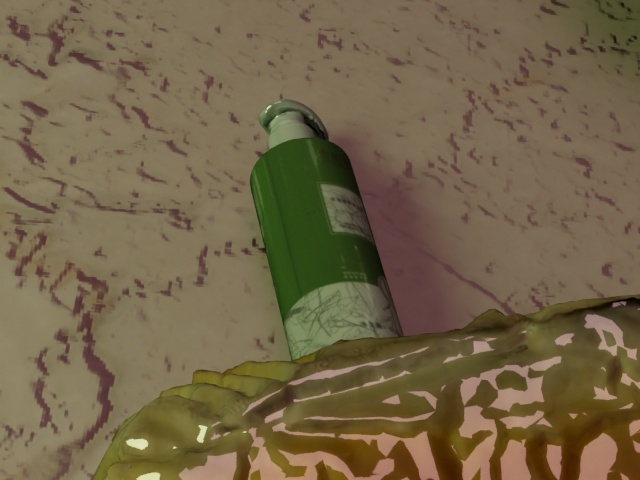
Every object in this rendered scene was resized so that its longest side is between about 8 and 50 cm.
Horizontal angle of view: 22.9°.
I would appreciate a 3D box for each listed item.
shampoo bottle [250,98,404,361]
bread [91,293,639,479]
[{"bbox_3d":[0.000,0.000,0.880,0.065,0.065,0.204,-8,49,-8],"label":"shampoo bottle"},{"bbox_3d":[0.089,0.133,0.704,0.389,0.183,0.236,2,64,-7],"label":"bread"}]
